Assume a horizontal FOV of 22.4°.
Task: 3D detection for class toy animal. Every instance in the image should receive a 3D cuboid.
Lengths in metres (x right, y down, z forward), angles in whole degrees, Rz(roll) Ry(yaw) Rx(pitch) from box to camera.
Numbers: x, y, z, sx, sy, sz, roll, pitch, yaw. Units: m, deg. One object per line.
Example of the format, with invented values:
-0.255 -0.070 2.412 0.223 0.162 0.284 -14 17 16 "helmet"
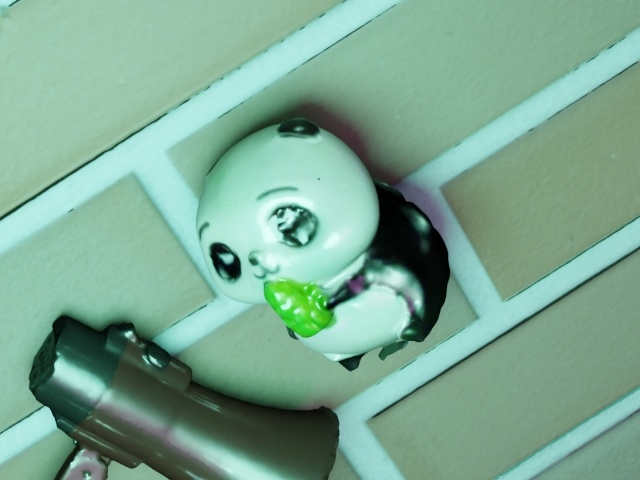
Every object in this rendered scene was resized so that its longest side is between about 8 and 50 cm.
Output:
-0.002 0.007 1.682 0.267 0.212 0.212 31 103 -33 "toy animal"

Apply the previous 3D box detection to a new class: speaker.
-0.183 0.234 1.790 0.329 0.198 0.259 25 125 -15 "speaker"
